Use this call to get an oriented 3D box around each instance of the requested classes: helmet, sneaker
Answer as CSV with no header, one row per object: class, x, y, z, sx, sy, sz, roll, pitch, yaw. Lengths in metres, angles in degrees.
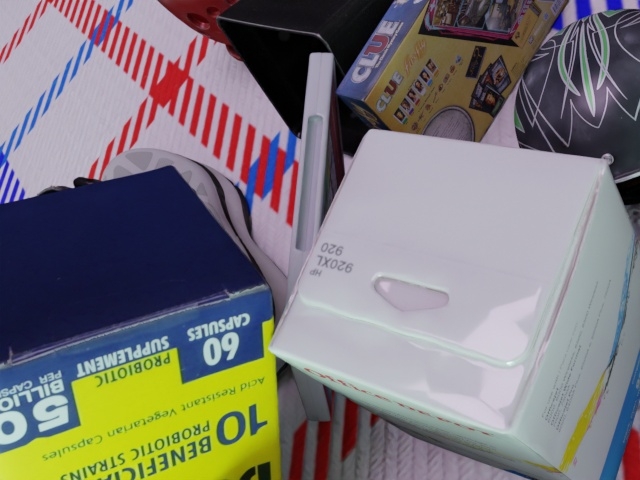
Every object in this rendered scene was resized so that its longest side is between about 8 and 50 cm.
helmet,0.232,-0.098,0.603,0.169,0.161,0.169,-21,52,29
sneaker,-0.207,-0.035,0.859,0.169,0.257,0.447,-49,43,3

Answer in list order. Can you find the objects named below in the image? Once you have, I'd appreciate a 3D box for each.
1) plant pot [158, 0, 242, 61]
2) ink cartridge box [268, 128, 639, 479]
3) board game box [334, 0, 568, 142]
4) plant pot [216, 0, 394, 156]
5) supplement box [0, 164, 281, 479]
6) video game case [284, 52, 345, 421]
plant pot,-0.110,-0.351,1.040,0.191,0.174,0.191,-20,53,29
ink cartridge box,0.117,0.058,0.536,0.171,0.232,0.168,13,72,36
board game box,0.135,-0.192,0.742,0.042,0.165,0.243,27,82,46
plant pot,0.037,-0.215,0.841,0.167,0.188,0.187,-48,42,-15
supplement box,-0.155,0.155,0.596,0.194,0.357,0.195,-16,36,-23
video game case,0.000,0.000,0.718,0.025,0.204,0.285,1,60,6
